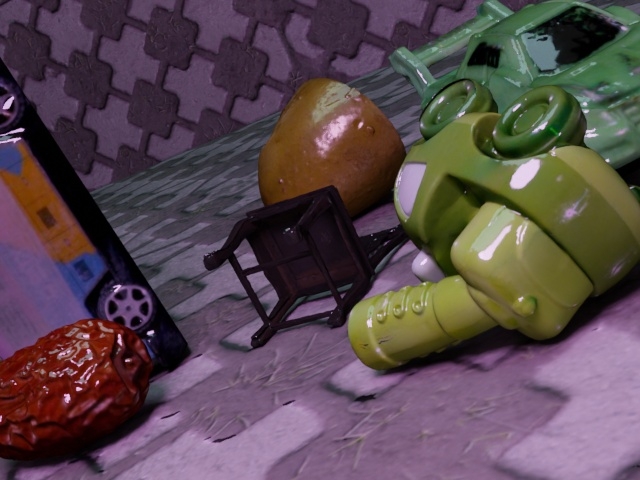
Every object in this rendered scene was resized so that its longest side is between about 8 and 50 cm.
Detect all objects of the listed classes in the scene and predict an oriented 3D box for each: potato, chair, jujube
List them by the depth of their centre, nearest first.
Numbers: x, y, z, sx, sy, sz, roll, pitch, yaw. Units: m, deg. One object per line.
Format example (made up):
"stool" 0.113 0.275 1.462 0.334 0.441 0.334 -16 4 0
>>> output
"jujube" -0.230 0.136 0.846 0.176 0.109 0.112 -26 -21 25
"chair" 0.000 0.000 0.937 0.106 0.113 0.229 -16 20 30
"potato" -0.005 -0.087 1.183 0.158 0.178 0.203 -48 35 -20

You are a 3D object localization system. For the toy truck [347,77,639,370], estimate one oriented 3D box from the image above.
"toy truck" 0.123 -0.001 0.663 0.187 0.148 0.210 -5 47 54

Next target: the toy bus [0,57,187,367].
"toy bus" -0.302 -0.014 0.946 0.162 0.386 0.171 -33 13 -9

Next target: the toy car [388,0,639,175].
"toy car" 0.222 -0.151 0.950 0.213 0.176 0.359 -29 14 -11
